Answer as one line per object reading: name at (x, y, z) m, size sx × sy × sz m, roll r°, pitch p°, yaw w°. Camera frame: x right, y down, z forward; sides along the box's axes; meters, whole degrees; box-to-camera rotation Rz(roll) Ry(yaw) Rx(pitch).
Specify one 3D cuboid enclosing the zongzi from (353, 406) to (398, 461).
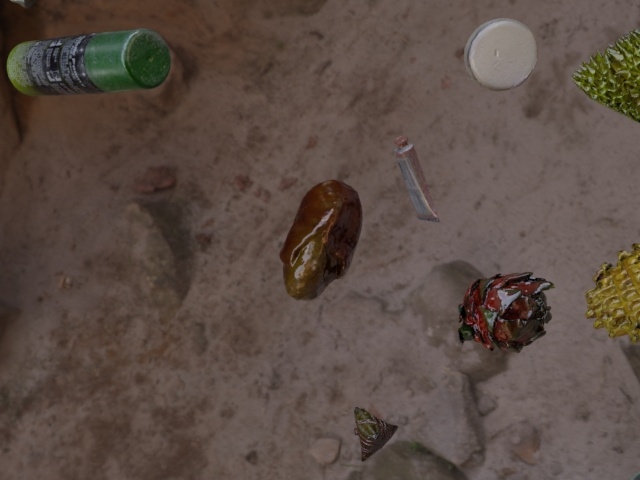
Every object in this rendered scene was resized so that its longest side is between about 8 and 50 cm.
zongzi at (0.076, 0.304, 1.161) m, size 0.073 × 0.083 × 0.067 m, roll -54°, pitch 43°, yaw 2°

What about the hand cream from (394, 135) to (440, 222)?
hand cream at (0.207, -0.129, 1.666) m, size 0.067 × 0.210 × 0.043 m, roll 11°, pitch 42°, yaw 47°

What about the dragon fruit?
dragon fruit at (0.386, 0.151, 1.596) m, size 0.188 × 0.182 × 0.182 m, roll 13°, pitch 81°, yaw 32°

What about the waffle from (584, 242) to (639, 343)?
waffle at (0.588, 0.086, 1.365) m, size 0.231 × 0.051 × 0.229 m, roll 7°, pitch 52°, yaw 53°

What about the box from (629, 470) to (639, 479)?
box at (0.658, 0.522, 1.129) m, size 0.367 × 0.090 × 0.373 m, roll 1°, pitch 44°, yaw 12°

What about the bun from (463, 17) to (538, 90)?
bun at (0.340, -0.357, 1.463) m, size 0.138 × 0.138 × 0.094 m, roll -47°, pitch 12°, yaw 16°

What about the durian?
durian at (0.342, -0.176, 0.865) m, size 0.086 × 0.100 × 0.215 m, roll -31°, pitch 16°, yaw 21°

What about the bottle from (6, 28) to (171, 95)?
bottle at (-0.369, -0.275, 1.198) m, size 0.330 × 0.093 × 0.093 m, roll 8°, pitch 78°, yaw 40°

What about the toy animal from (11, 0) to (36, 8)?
toy animal at (-0.346, -0.409, 0.996) m, size 0.170 × 0.090 × 0.255 m, roll 35°, pitch 63°, yaw 16°

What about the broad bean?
broad bean at (0.003, 0.000, 1.300) m, size 0.156 × 0.122 × 0.229 m, roll 121°, pitch 169°, yaw -51°
